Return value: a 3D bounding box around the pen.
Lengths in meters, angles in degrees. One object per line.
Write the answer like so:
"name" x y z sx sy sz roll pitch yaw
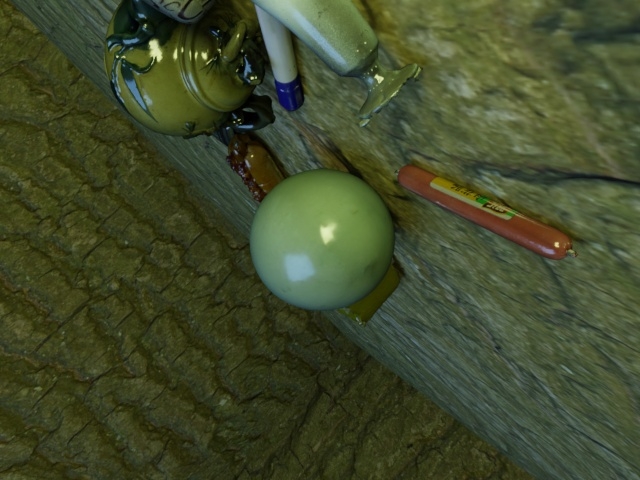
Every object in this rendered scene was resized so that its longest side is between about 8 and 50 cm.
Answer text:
"pen" -0.045 -0.212 0.579 0.033 0.033 0.269 40 170 14

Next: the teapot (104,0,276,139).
"teapot" -0.133 -0.199 0.657 0.183 0.173 0.269 9 163 32

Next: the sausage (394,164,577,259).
"sausage" 0.156 -0.033 0.574 0.223 0.029 0.029 33 167 41

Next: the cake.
"cake" 0.036 0.047 1.070 0.260 0.156 0.179 47 176 -34

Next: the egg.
"egg" 0.000 0.000 0.818 0.203 0.203 0.283 43 166 -5

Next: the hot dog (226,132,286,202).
"hot dog" -0.116 -0.122 1.125 0.102 0.076 0.249 39 171 36

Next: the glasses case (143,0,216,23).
"glasses case" -0.213 -0.321 0.484 0.354 0.085 0.137 50 -169 14

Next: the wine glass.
"wine glass" 0.006 -0.169 0.449 0.155 0.072 0.072 44 170 -18

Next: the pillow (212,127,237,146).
"pillow" -0.237 -0.252 1.145 0.203 0.038 0.113 38 169 18
